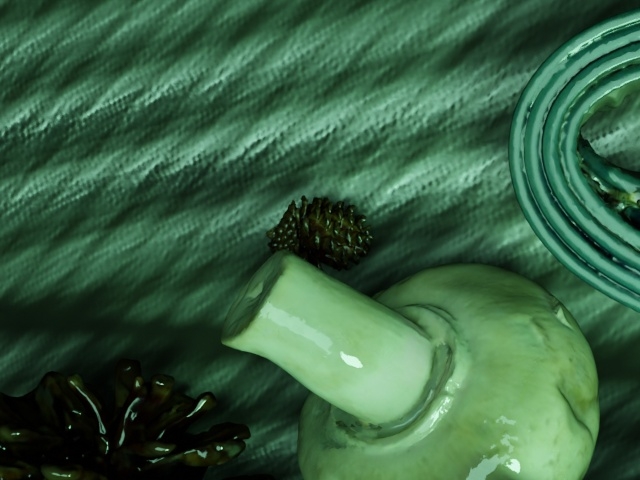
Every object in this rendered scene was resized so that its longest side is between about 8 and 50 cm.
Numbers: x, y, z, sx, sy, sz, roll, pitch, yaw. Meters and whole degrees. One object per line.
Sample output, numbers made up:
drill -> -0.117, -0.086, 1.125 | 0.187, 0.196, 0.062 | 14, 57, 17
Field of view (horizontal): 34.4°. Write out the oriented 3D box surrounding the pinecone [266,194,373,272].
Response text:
pinecone -> -0.001, -0.003, 1.110 | 0.109, 0.102, 0.102 | -17, 94, 12

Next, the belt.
belt -> 0.395, -0.062, 0.969 | 0.436, 0.173, 0.300 | 17, 99, 10

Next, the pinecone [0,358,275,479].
pinecone -> -0.218, 0.308, 1.074 | 0.398, 0.398, 0.397 | 2, 99, 13

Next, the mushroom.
mushroom -> 0.086, 0.161, 1.015 | 0.356, 0.315, 0.315 | 9, 100, 10
